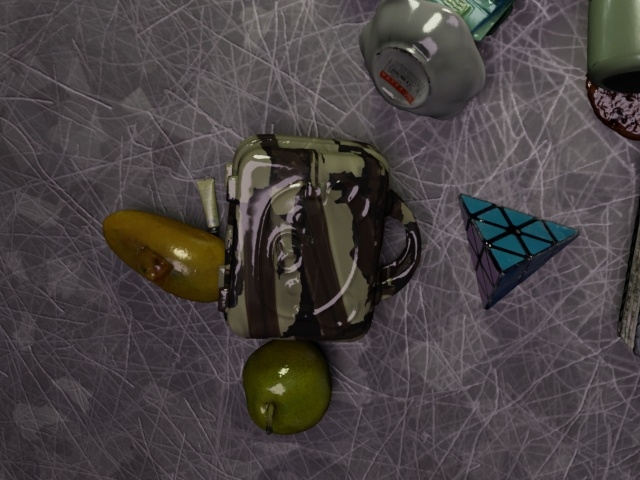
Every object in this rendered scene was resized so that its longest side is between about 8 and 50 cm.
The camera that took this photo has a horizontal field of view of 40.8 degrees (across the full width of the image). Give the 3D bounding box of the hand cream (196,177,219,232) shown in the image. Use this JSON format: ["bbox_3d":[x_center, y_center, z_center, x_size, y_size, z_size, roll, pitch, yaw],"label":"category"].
[{"bbox_3d":[-0.205,-0.065,1.601,0.035,0.022,0.102,-9,95,17],"label":"hand cream"}]

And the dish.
[{"bbox_3d":[0.144,-0.273,1.366,0.229,0.081,0.229,25,141,22],"label":"dish"}]

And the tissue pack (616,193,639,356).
[{"bbox_3d":[0.619,0.010,1.328,0.259,0.122,0.361,5,105,2],"label":"tissue pack"}]

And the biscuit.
[{"bbox_3d":[0.513,-0.250,1.349,0.192,0.049,0.192,3,108,9],"label":"biscuit"}]

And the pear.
[{"bbox_3d":[-0.069,0.270,1.542,0.166,0.216,0.180,10,111,17],"label":"pear"}]

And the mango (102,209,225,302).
[{"bbox_3d":[-0.275,0.024,1.574,0.262,0.167,0.130,26,94,11],"label":"mango"}]

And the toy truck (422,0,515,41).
[{"bbox_3d":[0.274,-0.445,1.308,0.155,0.156,0.279,42,109,2],"label":"toy truck"}]

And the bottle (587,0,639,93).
[{"bbox_3d":[0.470,-0.396,1.236,0.168,0.168,0.347,1,87,15],"label":"bottle"}]

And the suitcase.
[{"bbox_3d":[0.000,0.000,1.470,0.339,0.194,0.351,3,106,-8],"label":"suitcase"}]

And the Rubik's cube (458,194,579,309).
[{"bbox_3d":[0.299,0.056,1.414,0.211,0.178,0.190,15,110,12],"label":"Rubik's cube"}]
